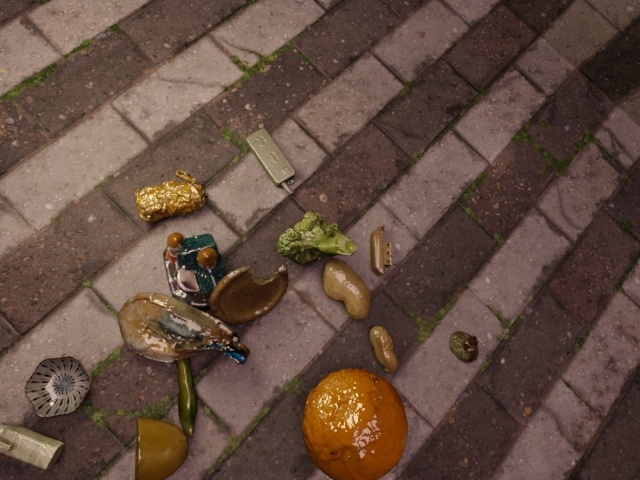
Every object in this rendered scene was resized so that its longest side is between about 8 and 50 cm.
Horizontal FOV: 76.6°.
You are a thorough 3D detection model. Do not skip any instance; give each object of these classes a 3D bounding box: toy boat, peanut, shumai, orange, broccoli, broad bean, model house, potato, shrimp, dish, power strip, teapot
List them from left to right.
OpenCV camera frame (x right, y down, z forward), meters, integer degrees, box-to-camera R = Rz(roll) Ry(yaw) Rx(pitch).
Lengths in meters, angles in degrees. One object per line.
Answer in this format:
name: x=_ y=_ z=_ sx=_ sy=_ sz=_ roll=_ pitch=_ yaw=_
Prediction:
teapot: x=-0.897 y=0.619 z=1.216 sx=0.200 sy=0.107 sz=0.077 roll=23 pitch=77 yaw=-3
dish: x=-0.822 y=0.461 z=1.289 sx=0.190 sy=0.066 sz=0.191 roll=2 pitch=77 yaw=-10
potato: x=-0.493 y=0.654 z=1.257 sx=0.157 sy=0.178 sz=0.204 roll=6 pitch=50 yaw=-23
shrimp: x=-0.446 y=0.312 z=1.321 sx=0.445 sy=0.110 sz=0.221 roll=19 pitch=94 yaw=-1
broad bean: x=-0.451 y=0.485 z=1.346 sx=0.075 sy=0.067 sz=0.325 roll=-19 pitch=72 yaw=15
model house: x=-0.416 y=0.087 z=1.337 sx=0.190 sy=0.301 sz=0.272 roll=-13 pitch=78 yaw=-20
power strip: x=-0.183 y=-0.305 z=1.591 sx=0.093 sy=0.053 sz=0.288 roll=-34 pitch=83 yaw=-16
broccoli: x=-0.028 y=-0.015 z=1.420 sx=0.253 sy=0.302 sz=0.186 roll=-3 pitch=82 yaw=-8
peanut: x=0.097 y=0.179 z=1.486 sx=0.137 sy=0.122 sz=0.253 roll=-44 pitch=89 yaw=8
orange: x=0.112 y=0.587 z=1.283 sx=0.340 sy=0.340 sz=0.293 roll=-46 pitch=125 yaw=-16
toy boat: x=0.238 y=0.037 z=1.576 sx=0.077 sy=0.057 sz=0.201 roll=3 pitch=75 yaw=-14
peanut: x=0.236 y=0.394 z=1.479 sx=0.080 sy=0.080 sz=0.175 roll=-18 pitch=83 yaw=-13
shumai: x=0.557 y=0.399 z=1.523 sx=0.099 sy=0.087 sz=0.124 roll=-43 pitch=88 yaw=-18

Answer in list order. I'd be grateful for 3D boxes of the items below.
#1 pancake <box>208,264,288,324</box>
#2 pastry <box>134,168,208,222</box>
pancake: x=-0.229 y=0.175 z=1.363 sx=0.286 sy=0.288 sz=0.033 roll=-36 pitch=53 yaw=-9
pastry: x=-0.538 y=-0.160 z=1.470 sx=0.249 sy=0.102 sz=0.154 roll=-17 pitch=79 yaw=-11
